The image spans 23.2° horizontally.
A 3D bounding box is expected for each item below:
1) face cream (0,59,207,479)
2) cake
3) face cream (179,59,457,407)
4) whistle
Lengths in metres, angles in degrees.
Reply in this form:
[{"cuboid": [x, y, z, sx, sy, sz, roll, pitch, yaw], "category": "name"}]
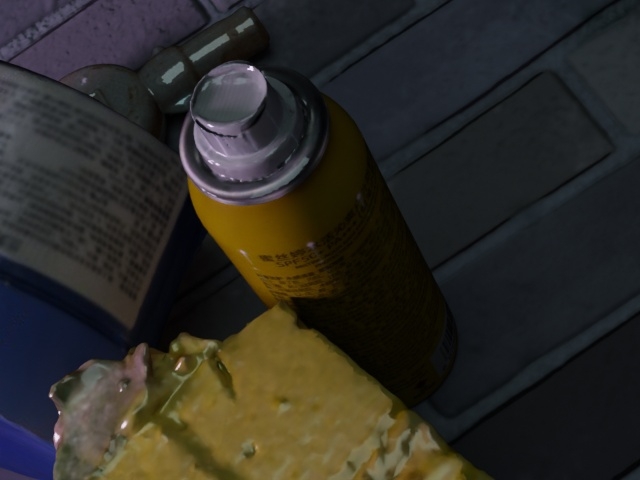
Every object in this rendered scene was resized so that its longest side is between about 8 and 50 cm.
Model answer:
[{"cuboid": [-0.217, 0.021, 1.061, 0.249, 0.249, 0.225, 15, 71, 23], "category": "face cream"}, {"cuboid": [-0.029, 0.184, 0.937, 0.286, 0.227, 0.222, 38, 79, 27], "category": "cake"}, {"cuboid": [0.000, 0.000, 0.945, 0.105, 0.349, 0.105, -7, 63, 14], "category": "face cream"}, {"cuboid": [-0.139, -0.110, 1.212, 0.220, 0.057, 0.107, -32, 59, -2], "category": "whistle"}]
